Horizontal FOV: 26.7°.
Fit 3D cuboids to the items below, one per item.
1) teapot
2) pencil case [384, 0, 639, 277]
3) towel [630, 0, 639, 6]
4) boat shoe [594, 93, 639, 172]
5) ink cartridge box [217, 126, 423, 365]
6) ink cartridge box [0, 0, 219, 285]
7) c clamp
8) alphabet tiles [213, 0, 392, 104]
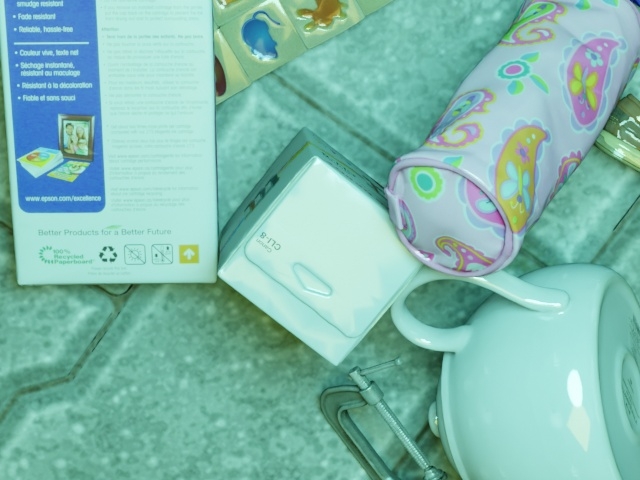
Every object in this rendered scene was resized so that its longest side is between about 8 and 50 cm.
[{"bbox_3d":[0.180,0.140,1.167,0.187,0.252,0.256,-9,84,26],"label":"teapot"},{"bbox_3d":[0.158,-0.097,1.078,0.124,0.284,0.124,22,140,20],"label":"pencil case"},{"bbox_3d":[0.300,-0.377,1.117,0.227,0.076,0.308,40,98,-11],"label":"towel"},{"bbox_3d":[0.331,-0.071,1.195,0.178,0.064,0.060,27,102,-6],"label":"boat shoe"},{"bbox_3d":[0.000,0.000,1.136,0.128,0.176,0.127,38,99,-11],"label":"ink cartridge box"},{"bbox_3d":[-0.177,-0.142,1.136,0.175,0.069,0.371,0,111,-2],"label":"ink cartridge box"},{"bbox_3d":[0.061,0.178,1.217,0.022,0.137,0.161,-47,112,-37],"label":"c clamp"},{"bbox_3d":[-0.081,-0.281,1.130,0.342,0.011,0.285,-29,109,9],"label":"alphabet tiles"}]
